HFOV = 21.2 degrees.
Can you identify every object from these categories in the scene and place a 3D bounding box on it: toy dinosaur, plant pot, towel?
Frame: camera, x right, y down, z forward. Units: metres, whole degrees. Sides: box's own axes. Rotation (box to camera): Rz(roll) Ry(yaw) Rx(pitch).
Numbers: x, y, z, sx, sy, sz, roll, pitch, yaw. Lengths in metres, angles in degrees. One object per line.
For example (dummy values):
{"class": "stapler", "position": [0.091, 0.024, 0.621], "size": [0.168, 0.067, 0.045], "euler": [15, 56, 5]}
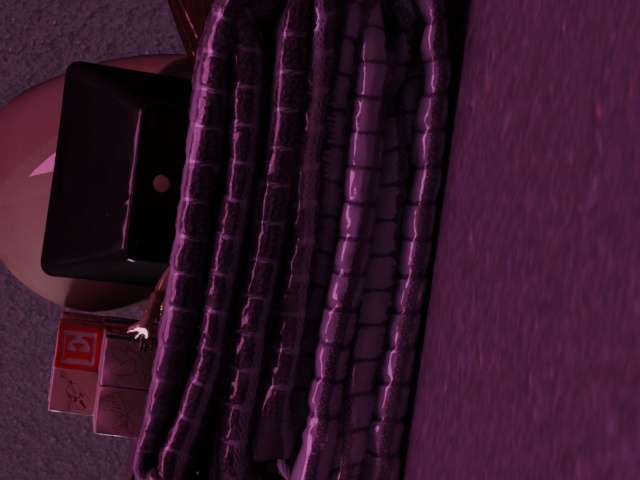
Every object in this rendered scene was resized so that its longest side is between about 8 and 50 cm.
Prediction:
{"class": "toy dinosaur", "position": [-0.095, 0.030, 1.183], "size": [0.183, 0.053, 0.092], "euler": [-48, 23, 52]}
{"class": "plant pot", "position": [-0.115, -0.047, 1.431], "size": [0.167, 0.187, 0.188], "euler": [-170, 88, -69]}
{"class": "towel", "position": [-0.022, -0.007, 0.881], "size": [0.235, 0.121, 0.283], "euler": [-143, 61, -82]}
{"class": "plant pot", "position": [-0.173, -0.079, 1.686], "size": [0.274, 0.256, 0.256], "euler": [-24, 57, 57]}

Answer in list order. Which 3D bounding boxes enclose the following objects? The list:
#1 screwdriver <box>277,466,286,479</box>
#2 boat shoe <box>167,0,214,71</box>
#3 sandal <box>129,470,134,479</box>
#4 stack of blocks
{"class": "screwdriver", "position": [-0.020, 0.146, 1.086], "size": [0.025, 0.024, 0.170], "euler": [-54, 6, -10]}
{"class": "boat shoe", "position": [-0.054, -0.210, 1.363], "size": [0.341, 0.110, 0.121], "euler": [156, 93, -76]}
{"class": "sandal", "position": [-0.090, 0.164, 1.252], "size": [0.167, 0.107, 0.445], "euler": [-150, 69, -81]}
{"class": "stack of blocks", "position": [-0.169, 0.129, 1.631], "size": [0.297, 0.171, 0.087], "euler": [-170, 87, -82]}
